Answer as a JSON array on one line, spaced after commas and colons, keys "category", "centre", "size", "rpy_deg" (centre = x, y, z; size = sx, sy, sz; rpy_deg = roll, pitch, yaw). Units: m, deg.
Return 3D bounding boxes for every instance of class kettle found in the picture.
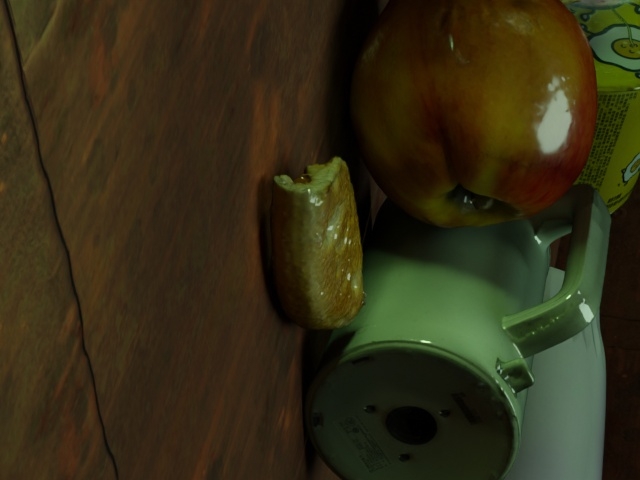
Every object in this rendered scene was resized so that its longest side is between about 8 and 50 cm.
[{"category": "kettle", "centre": [0.132, 0.072, 1.851], "size": [0.265, 0.205, 0.318], "rpy_deg": [-58, -175, 35]}]

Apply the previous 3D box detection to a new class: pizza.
[{"category": "pizza", "centre": [-0.002, 0.004, 1.617], "size": [0.271, 0.056, 0.134], "rpy_deg": [51, 49, -71]}]

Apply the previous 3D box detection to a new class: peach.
[{"category": "peach", "centre": [0.146, -0.149, 1.800], "size": [0.281, 0.238, 0.280], "rpy_deg": [-6, 90, -74]}]

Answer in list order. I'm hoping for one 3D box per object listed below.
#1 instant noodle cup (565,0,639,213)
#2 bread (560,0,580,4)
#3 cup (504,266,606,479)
[{"category": "instant noodle cup", "centre": [0.308, -0.189, 2.416], "size": [0.325, 0.326, 0.254], "rpy_deg": [-68, 169, -51]}, {"category": "bread", "centre": [0.279, -0.411, 2.313], "size": [0.244, 0.134, 0.244], "rpy_deg": [40, 29, -28]}, {"category": "cup", "centre": [0.247, 0.232, 2.428], "size": [0.253, 0.253, 0.371], "rpy_deg": [76, 22, -59]}]
